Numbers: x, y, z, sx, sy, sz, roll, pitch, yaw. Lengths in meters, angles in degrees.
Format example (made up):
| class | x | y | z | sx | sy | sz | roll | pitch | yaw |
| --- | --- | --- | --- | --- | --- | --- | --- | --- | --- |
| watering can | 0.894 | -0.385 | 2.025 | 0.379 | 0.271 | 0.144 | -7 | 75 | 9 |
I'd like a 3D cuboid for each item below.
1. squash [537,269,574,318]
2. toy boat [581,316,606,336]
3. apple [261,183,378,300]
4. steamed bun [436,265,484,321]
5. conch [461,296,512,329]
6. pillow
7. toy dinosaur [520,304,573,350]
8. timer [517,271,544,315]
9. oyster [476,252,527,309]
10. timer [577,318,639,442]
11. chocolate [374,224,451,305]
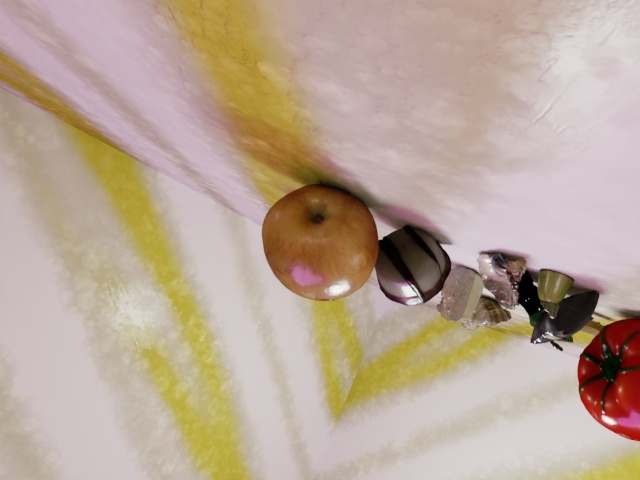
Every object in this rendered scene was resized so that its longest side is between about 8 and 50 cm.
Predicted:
| class | x | y | z | sx | sy | sz | roll | pitch | yaw |
| --- | --- | --- | --- | --- | --- | --- | --- | --- | --- |
| squash | 0.708 | 0.169 | 1.377 | 0.105 | 0.132 | 0.105 | 21 | 172 | 3 |
| toy boat | 0.976 | 0.295 | 1.681 | 0.206 | 0.072 | 0.064 | 23 | 147 | 6 |
| apple | 0.000 | 0.000 | 1.472 | 0.391 | 0.391 | 0.346 | 22 | 154 | 11 |
| steamed bun | 0.569 | 0.231 | 1.876 | 0.170 | 0.226 | 0.200 | 18 | 172 | 37 |
| conch | 0.837 | 0.363 | 2.298 | 0.291 | 0.159 | 0.210 | -14 | 168 | -10 |
| pillow | 0.787 | 0.256 | 1.458 | 0.106 | 0.186 | 0.250 | 45 | 167 | 17 |
| toy dinosaur | 0.833 | 0.319 | 1.728 | 0.300 | 0.087 | 0.447 | 9 | -165 | -25 |
| timer | 0.701 | 0.183 | 1.526 | 0.144 | 0.055 | 0.187 | 67 | -173 | 20 |
| oyster | 0.591 | 0.116 | 1.457 | 0.223 | 0.083 | 0.214 | -124 | 14 | -55 |
| timer | 1.016 | 0.441 | 1.412 | 0.279 | 0.378 | 0.378 | 22 | 173 | -3 |
| chocolate | 0.303 | 0.068 | 1.555 | 0.283 | 0.284 | 0.186 | 16 | 154 | 43 |
